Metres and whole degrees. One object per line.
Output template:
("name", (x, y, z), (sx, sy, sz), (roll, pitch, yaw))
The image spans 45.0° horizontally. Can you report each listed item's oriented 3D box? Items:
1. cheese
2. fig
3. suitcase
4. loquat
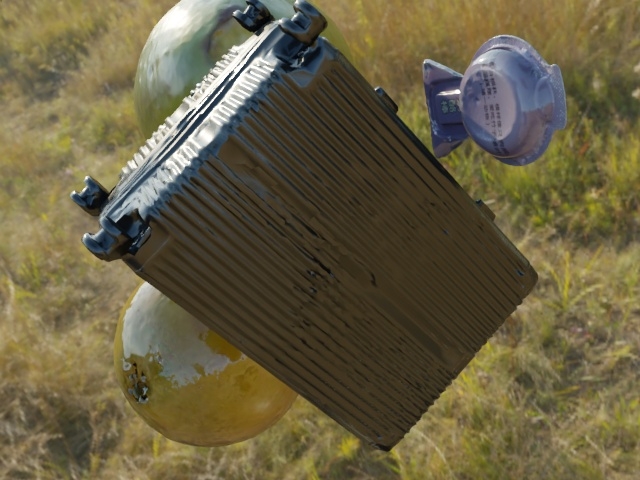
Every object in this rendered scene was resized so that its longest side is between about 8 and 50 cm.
("cheese", (0.140, -0.115, 0.644), (0.042, 0.105, 0.191), (-15, 13, -22))
("fig", (-0.085, -0.168, 0.855), (0.258, 0.258, 0.326), (-22, -3, 1))
("suitcase", (0.000, 0.000, 0.642), (0.229, 0.335, 0.152), (-48, 29, 0))
("loquat", (-0.145, 0.146, 1.041), (0.263, 0.263, 0.263), (-16, 32, 10))
